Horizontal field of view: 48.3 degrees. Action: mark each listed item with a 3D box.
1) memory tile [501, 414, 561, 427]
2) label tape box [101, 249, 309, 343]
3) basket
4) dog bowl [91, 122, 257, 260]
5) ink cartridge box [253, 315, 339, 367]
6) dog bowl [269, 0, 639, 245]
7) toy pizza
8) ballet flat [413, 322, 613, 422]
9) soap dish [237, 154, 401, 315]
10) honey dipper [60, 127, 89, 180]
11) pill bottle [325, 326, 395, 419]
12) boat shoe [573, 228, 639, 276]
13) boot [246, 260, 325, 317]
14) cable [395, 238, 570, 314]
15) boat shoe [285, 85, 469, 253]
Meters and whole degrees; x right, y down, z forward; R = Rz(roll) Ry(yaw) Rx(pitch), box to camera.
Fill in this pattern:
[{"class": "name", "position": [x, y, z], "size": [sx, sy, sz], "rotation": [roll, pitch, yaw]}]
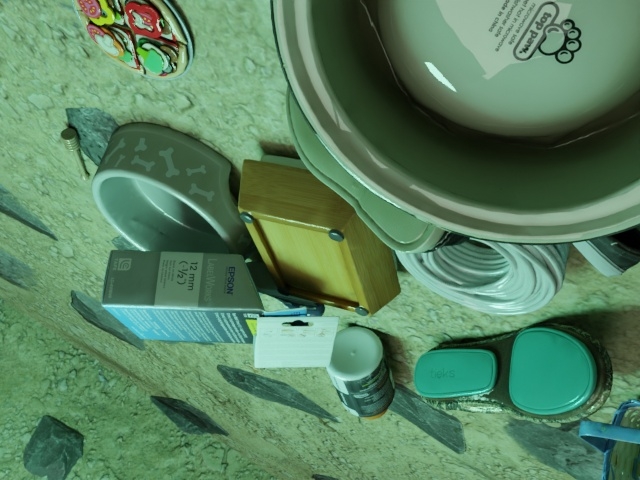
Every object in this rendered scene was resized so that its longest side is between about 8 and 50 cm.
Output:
[{"class": "memory tile", "position": [0.420, 0.344, 1.475], "size": [0.148, 0.012, 0.113], "rotation": [5, 143, 33]}, {"class": "label tape box", "position": [-0.192, 0.111, 1.320], "size": [0.348, 0.115, 0.249], "rotation": [0, 159, 2]}, {"class": "basket", "position": [0.589, 0.360, 1.166], "size": [0.255, 0.201, 0.289], "rotation": [1, 151, 40]}, {"class": "dog bowl", "position": [-0.269, -0.057, 1.336], "size": [0.349, 0.102, 0.348], "rotation": [21, 150, 13]}, {"class": "ink cartridge box", "position": [-0.047, 0.170, 1.281], "size": [0.145, 0.045, 0.179], "rotation": [0, 140, -7]}, {"class": "dog bowl", "position": [0.171, -0.201, 0.608], "size": [0.408, 0.150, 0.408], "rotation": [12, 129, 15]}, {"class": "toy pizza", "position": [-0.276, -0.304, 1.026], "size": [0.201, 0.032, 0.201], "rotation": [21, 149, 13]}, {"class": "ballet flat", "position": [0.362, 0.240, 1.253], "size": [0.182, 0.164, 0.483], "rotation": [16, 162, -24]}, {"class": "soap dish", "position": [0.000, 0.000, 1.182], "size": [0.229, 0.118, 0.291], "rotation": [13, 147, 25]}, {"class": "honey dipper", "position": [-0.483, -0.166, 1.422], "size": [0.030, 0.030, 0.160], "rotation": [24, 155, 7]}, {"class": "pill bottle", "position": [0.092, 0.304, 1.565], "size": [0.130, 0.130, 0.245], "rotation": [13, 147, 25]}, {"class": "boat shoe", "position": [0.332, -0.040, 0.895], "size": [0.228, 0.080, 0.076], "rotation": [42, 130, -17]}, {"class": "boot", "position": [-0.081, 0.106, 1.462], "size": [0.190, 0.069, 0.086], "rotation": [17, 143, 18]}, {"class": "cable", "position": [0.227, 0.007, 1.038], "size": [0.257, 0.089, 0.257], "rotation": [18, 150, 15]}, {"class": "boat shoe", "position": [0.072, -0.110, 0.870], "size": [0.113, 0.127, 0.340], "rotation": [7, -148, -41]}]
